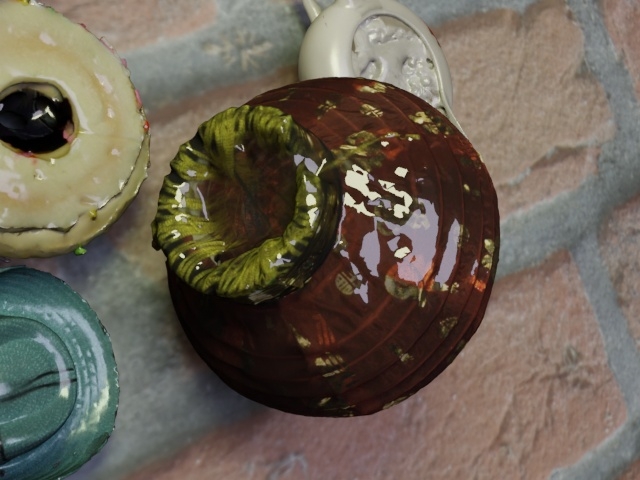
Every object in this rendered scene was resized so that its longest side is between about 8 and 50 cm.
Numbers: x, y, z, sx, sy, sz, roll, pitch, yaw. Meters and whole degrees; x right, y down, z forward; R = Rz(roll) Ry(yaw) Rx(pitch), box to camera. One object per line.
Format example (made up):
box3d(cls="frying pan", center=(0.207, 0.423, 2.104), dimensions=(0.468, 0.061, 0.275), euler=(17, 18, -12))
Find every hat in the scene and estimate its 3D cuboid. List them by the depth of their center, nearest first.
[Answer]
box3d(cls="hat", center=(-0.201, 0.092, 0.512), dimensions=(0.191, 0.078, 0.138), euler=(-22, 92, -35))

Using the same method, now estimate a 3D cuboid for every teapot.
box3d(cls="teapot", center=(0.040, -0.141, 0.716), dimensions=(0.145, 0.092, 0.226), euler=(-42, 103, -35))

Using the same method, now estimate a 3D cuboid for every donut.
box3d(cls="donut", center=(-0.196, -0.070, 0.556), dimensions=(0.175, 0.068, 0.174), euler=(9, 75, -36))

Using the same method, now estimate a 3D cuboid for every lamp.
box3d(cls="lamp", center=(0.000, 0.000, 0.575), dimensions=(0.247, 0.247, 0.246), euler=(7, 77, -33))
